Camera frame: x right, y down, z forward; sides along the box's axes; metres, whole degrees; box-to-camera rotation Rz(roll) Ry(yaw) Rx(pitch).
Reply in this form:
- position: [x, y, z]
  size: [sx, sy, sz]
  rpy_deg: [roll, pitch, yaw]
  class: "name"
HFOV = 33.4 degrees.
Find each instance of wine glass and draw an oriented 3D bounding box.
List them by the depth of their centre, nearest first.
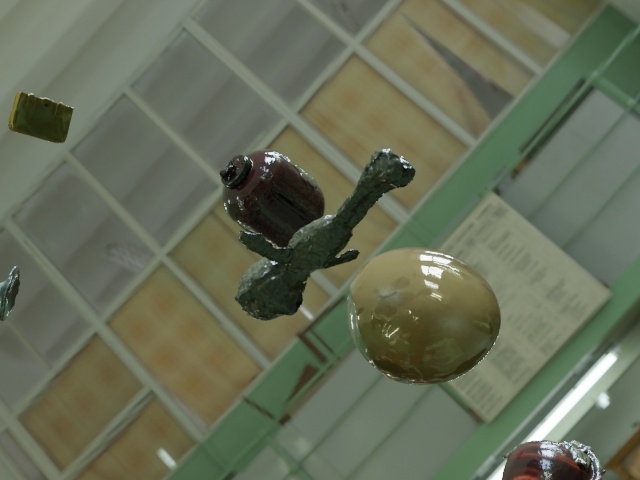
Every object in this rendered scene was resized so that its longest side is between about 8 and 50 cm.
- position: [-0.610, 0.065, 1.743]
  size: [0.103, 0.222, 0.103]
  rpy_deg: [-167, 90, -86]
  class: "wine glass"

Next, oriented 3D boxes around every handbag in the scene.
- position: [-0.409, -0.179, 1.559]
  size: [0.083, 0.027, 0.061]
  rpy_deg: [14, -91, -30]
  class: "handbag"

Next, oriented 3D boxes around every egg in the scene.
- position: [0.151, 0.109, 1.541]
  size: [0.201, 0.244, 0.201]
  rpy_deg: [2, -92, -42]
  class: "egg"

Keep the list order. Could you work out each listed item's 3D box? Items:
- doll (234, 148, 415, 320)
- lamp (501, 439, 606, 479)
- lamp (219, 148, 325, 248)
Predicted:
- position: [0.007, 0.001, 1.387]
  size: [0.286, 0.091, 0.203]
  rpy_deg: [-36, -18, 0]
  class: "doll"
- position: [0.335, 0.401, 1.676]
  size: [0.223, 0.151, 0.215]
  rpy_deg: [-32, 9, -40]
  class: "lamp"
- position: [-0.095, -0.084, 2.180]
  size: [0.180, 0.180, 0.258]
  rpy_deg: [-49, -53, 5]
  class: "lamp"
